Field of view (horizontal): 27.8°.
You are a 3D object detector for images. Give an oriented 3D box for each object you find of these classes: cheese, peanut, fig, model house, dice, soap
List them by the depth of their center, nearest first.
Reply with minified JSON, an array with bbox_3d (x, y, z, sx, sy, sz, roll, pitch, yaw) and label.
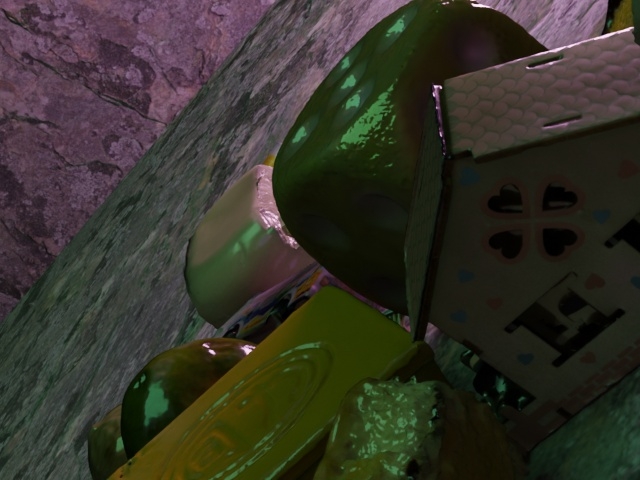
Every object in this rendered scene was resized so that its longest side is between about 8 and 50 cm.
[{"bbox_3d":[0.168,-0.019,0.985,0.326,0.244,0.169,-44,24,28],"label":"model house"},{"bbox_3d":[-0.046,0.195,1.187,0.324,0.096,0.204,-41,29,-13],"label":"soap"},{"bbox_3d":[0.112,-0.074,1.244,0.233,0.238,0.227,-26,31,58],"label":"dice"},{"bbox_3d":[-0.125,0.237,1.420,0.275,0.206,0.206,114,178,-50],"label":"fig"},{"bbox_3d":[-0.245,0.279,1.731,0.159,0.109,0.141,18,83,59],"label":"peanut"},{"bbox_3d":[-0.084,0.000,1.817,0.233,0.127,0.266,-44,22,19],"label":"cheese"}]

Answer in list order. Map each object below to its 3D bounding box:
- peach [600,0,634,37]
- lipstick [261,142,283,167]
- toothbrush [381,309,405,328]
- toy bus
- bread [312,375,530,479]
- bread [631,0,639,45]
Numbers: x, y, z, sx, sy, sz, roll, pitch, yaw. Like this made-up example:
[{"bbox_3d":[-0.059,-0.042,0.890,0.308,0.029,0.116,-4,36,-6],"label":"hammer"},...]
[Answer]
[{"bbox_3d":[0.324,-0.219,1.181,0.279,0.068,0.189,-118,47,-85],"label":"peach"},{"bbox_3d":[-0.117,-0.036,2.084,0.264,0.059,0.059,-58,18,-13],"label":"lipstick"},{"bbox_3d":[-0.026,0.179,1.474,0.375,0.028,0.037,-41,41,36],"label":"toothbrush"},{"bbox_3d":[-0.034,0.099,1.551,0.274,0.090,0.112,-30,22,53],"label":"toy bus"},{"bbox_3d":[0.069,0.214,0.930,0.121,0.174,0.246,-18,36,30],"label":"bread"},{"bbox_3d":[0.348,-0.197,0.939,0.337,0.183,0.102,-28,-56,-56],"label":"bread"}]
